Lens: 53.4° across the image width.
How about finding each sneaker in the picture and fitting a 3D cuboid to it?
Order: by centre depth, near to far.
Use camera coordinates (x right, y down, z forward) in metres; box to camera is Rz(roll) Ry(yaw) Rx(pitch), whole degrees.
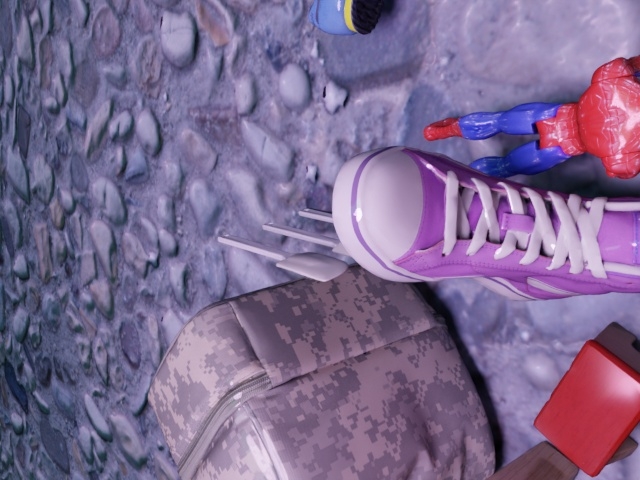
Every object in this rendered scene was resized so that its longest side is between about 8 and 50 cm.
[{"bbox_3d":[0.153,-0.015,0.466,0.161,0.282,0.102,-6,77,51],"label":"sneaker"},{"bbox_3d":[0.039,-0.317,0.652,0.082,0.069,0.209,23,99,36],"label":"sneaker"}]

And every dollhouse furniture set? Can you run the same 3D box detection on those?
[{"bbox_3d":[0.214,0.286,0.544,0.201,0.152,0.374,41,125,34],"label":"dollhouse furniture set"}]

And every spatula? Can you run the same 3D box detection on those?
[{"bbox_3d":[0.000,0.000,0.718,0.242,0.168,0.019,14,119,53],"label":"spatula"}]

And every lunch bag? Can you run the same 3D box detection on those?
[{"bbox_3d":[0.010,0.187,0.634,0.256,0.305,0.213,55,132,27],"label":"lunch bag"}]

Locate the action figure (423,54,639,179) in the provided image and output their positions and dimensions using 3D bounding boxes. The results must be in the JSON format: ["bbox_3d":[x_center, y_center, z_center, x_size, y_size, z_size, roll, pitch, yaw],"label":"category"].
[{"bbox_3d":[0.217,-0.094,0.530,0.280,0.139,0.092,-179,78,-69],"label":"action figure"}]
